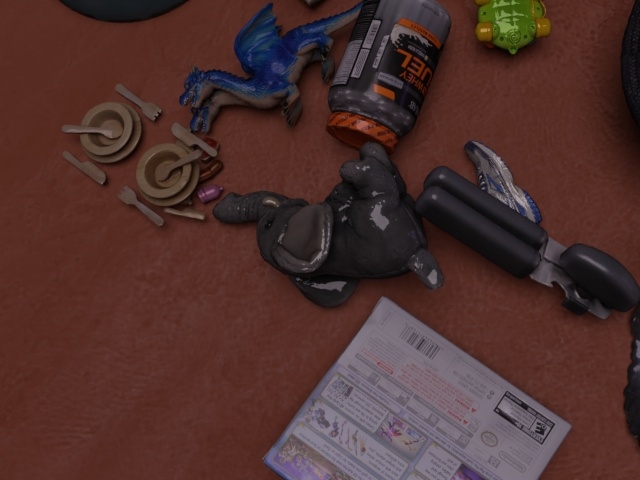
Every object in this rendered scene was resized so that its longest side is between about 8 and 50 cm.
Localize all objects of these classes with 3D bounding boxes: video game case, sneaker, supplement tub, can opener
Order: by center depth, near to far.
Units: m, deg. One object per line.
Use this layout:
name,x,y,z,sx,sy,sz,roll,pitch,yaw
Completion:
video game case,0.112,0.241,1.112,0.270,0.061,0.244,35,74,12
can opener,0.247,-0.002,1.124,0.280,0.093,0.074,30,48,-3
sneaker,0.215,-0.065,1.183,0.058,0.052,0.135,-36,77,3
supplement tub,0.081,-0.210,1.190,0.117,0.117,0.190,19,82,9

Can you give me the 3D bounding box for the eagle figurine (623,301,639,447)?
eagle figurine,0.466,0.105,1.079,0.226,0.225,0.298,6,115,46

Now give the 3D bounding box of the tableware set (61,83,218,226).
tableware set,-0.240,-0.119,1.231,0.194,0.039,0.128,35,84,20

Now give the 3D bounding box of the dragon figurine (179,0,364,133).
dragon figurine,-0.059,-0.245,1.227,0.144,0.085,0.289,36,86,11

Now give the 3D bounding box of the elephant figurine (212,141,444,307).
elephant figurine,0.000,0.000,1.156,0.240,0.186,0.169,-26,111,11

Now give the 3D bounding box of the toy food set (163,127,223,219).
toy food set,-0.161,-0.085,1.243,0.078,0.019,0.122,11,73,8

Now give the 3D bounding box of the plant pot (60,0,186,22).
plant pot,-0.277,-0.458,1.235,0.290,0.195,0.290,-1,80,6

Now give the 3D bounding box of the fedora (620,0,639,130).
fedora,0.506,-0.209,1.126,0.334,0.152,0.333,-1,82,7

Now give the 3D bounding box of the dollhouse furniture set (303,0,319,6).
dollhouse furniture set,0.065,-0.528,1.183,0.394,0.256,0.362,-41,73,-7

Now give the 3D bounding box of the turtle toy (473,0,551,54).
turtle toy,0.241,-0.298,1.215,0.095,0.066,0.130,-3,78,4
